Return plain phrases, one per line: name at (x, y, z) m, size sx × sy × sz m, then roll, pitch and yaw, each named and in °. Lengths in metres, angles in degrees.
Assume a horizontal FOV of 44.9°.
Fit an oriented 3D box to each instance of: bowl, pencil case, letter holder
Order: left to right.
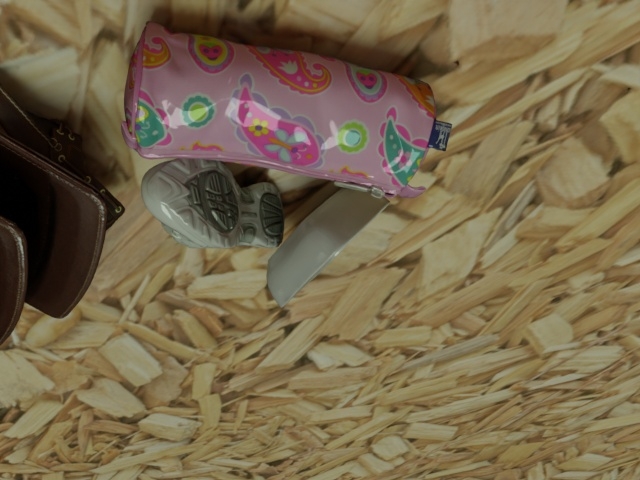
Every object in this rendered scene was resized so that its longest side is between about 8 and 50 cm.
letter holder at (-0.351, 0.033, 0.766) m, size 0.214 × 0.152 × 0.302 m, roll 30°, pitch 144°, yaw -9°
pencil case at (-0.034, -0.113, 0.707) m, size 0.284 × 0.124 × 0.124 m, roll 9°, pitch 142°, yaw -16°
bowl at (0.000, 0.000, 0.877) m, size 0.053 × 0.142 × 0.142 m, roll 45°, pitch 131°, yaw 2°

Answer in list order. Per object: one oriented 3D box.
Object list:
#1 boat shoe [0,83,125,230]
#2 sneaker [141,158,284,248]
boat shoe at (-0.271, -0.084, 0.775) m, size 0.073 × 0.073 × 0.207 m, roll -39°, pitch 136°, yaw -14°
sneaker at (-0.129, -0.025, 0.806) m, size 0.115 × 0.091 × 0.232 m, roll -8°, pitch 168°, yaw 21°
